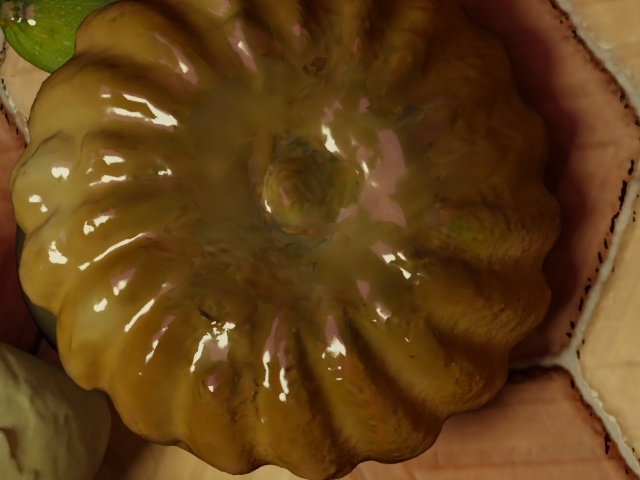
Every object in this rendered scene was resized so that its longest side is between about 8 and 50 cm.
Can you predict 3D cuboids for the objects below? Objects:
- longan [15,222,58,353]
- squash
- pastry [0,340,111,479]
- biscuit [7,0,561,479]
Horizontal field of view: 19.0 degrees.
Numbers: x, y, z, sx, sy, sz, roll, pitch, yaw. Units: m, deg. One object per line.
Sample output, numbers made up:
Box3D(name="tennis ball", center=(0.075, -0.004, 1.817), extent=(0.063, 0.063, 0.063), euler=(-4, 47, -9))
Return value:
Box3D(name="longan", center=(-0.113, 0.002, 1.224), extent=(0.189, 0.189, 0.189), euler=(-1, 89, 34))
Box3D(name="squash", center=(-0.125, -0.136, 1.214), extent=(0.095, 0.188, 0.095), euler=(-3, 85, 34))
Box3D(name="pastry", center=(-0.265, 0.113, 1.228), extent=(0.265, 0.265, 0.133), euler=(18, 80, 33))
Box3D(name="biscuit", center=(-0.016, -0.024, 1.100), extent=(0.325, 0.107, 0.326), euler=(1, 79, -4))
